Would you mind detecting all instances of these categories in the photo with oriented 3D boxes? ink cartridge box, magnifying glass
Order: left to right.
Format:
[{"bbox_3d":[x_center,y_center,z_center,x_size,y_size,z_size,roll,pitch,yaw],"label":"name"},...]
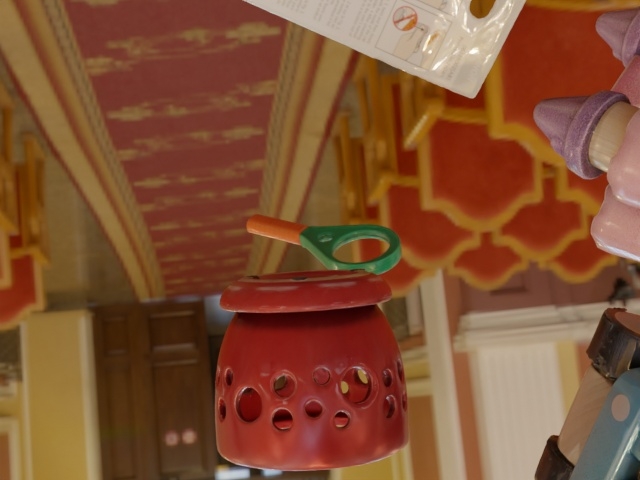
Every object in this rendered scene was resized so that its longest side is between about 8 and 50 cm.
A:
[{"bbox_3d":[0.000,0.000,1.308,0.231,0.026,0.092,16,-140,36],"label":"magnifying glass"},{"bbox_3d":[0.072,-0.383,1.213,0.384,0.308,0.091,22,-156,-7],"label":"ink cartridge box"}]

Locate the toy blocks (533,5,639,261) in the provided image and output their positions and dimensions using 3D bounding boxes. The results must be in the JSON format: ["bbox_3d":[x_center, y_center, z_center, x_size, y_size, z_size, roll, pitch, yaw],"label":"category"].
[{"bbox_3d":[0.288,-0.088,0.708,0.260,0.289,0.309,30,171,37],"label":"toy blocks"}]

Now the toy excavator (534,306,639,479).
[{"bbox_3d":[0.378,0.259,1.005,0.432,0.222,0.445,10,-161,-26],"label":"toy excavator"}]

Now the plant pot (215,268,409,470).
[{"bbox_3d":[-0.012,0.118,1.019,0.191,0.174,0.191,-3,-179,0],"label":"plant pot"}]
